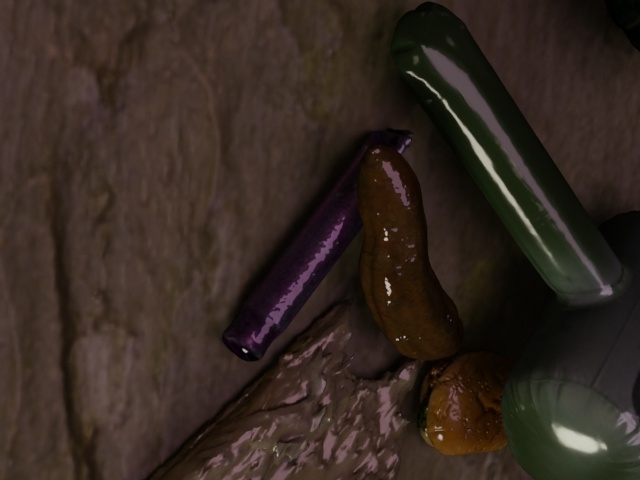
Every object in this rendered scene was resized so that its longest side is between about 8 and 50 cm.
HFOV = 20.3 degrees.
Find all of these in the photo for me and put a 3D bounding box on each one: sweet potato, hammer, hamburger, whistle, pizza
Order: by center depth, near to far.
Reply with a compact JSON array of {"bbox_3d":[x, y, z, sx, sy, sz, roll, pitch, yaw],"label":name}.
[{"bbox_3d":[0.050,0.017,1.113,0.054,0.053,0.182,-11,130,9],"label":"sweet potato"},{"bbox_3d":[0.000,0.000,1.114,0.176,0.033,0.033,-53,124,-10],"label":"whistle"},{"bbox_3d":[0.138,-0.008,1.147,0.335,0.119,0.206,54,46,-19],"label":"hammer"},{"bbox_3d":[-0.014,0.157,1.147,0.262,0.034,0.181,-49,123,-13],"label":"pizza"},{"bbox_3d":[0.104,0.109,1.206,0.083,0.044,0.076,-5,104,-30],"label":"hamburger"}]

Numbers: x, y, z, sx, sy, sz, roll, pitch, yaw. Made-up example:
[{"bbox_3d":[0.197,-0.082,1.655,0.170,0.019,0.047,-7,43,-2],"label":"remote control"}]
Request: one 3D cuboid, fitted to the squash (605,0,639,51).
[{"bbox_3d":[0.272,-0.201,1.148,0.218,0.218,0.172,-61,167,-5],"label":"squash"}]
